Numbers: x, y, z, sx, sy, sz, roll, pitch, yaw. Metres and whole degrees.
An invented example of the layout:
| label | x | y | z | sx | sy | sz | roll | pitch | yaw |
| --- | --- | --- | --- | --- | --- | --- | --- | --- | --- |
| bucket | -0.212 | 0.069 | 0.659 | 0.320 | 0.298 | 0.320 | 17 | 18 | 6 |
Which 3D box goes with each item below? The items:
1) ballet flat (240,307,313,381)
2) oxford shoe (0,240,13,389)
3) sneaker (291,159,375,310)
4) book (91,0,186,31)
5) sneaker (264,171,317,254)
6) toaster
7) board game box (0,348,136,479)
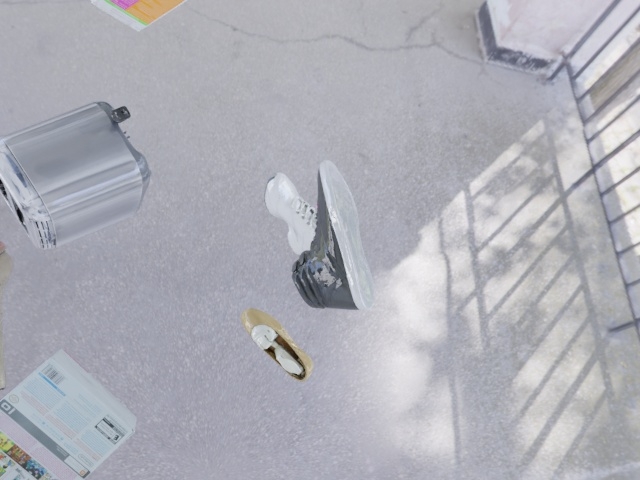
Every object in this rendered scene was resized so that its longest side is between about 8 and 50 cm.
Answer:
| label | x | y | z | sx | sy | sz | roll | pitch | yaw |
| --- | --- | --- | --- | --- | --- | --- | --- | --- | --- |
| ballet flat | -0.107 | 0.258 | 1.130 | 0.232 | 0.073 | 0.080 | 42 | 103 | -5 |
| oxford shoe | -0.433 | 0.130 | 0.535 | 0.123 | 0.130 | 0.348 | -29 | 34 | 9 |
| sneaker | 0.000 | 0.000 | 0.888 | 0.104 | 0.146 | 0.296 | -5 | 81 | -62 |
| book | -0.250 | -0.371 | 0.676 | 0.144 | 0.096 | 0.035 | -18 | 89 | 19 |
| sneaker | -0.053 | -0.072 | 1.293 | 0.129 | 0.297 | 0.111 | 10 | 54 | 39 |
| toaster | -0.314 | -0.077 | 0.580 | 0.146 | 0.227 | 0.129 | -34 | 94 | -32 |
| board game box | -0.558 | 0.402 | 0.894 | 0.303 | 0.097 | 0.224 | -43 | 102 | -14 |
